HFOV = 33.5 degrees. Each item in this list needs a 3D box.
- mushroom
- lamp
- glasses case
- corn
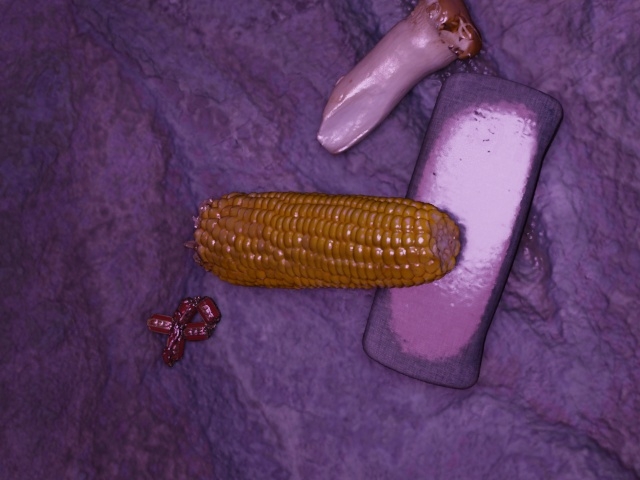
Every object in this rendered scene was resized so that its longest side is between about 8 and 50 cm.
[{"bbox_3d":[0.078,-0.175,1.128,0.209,0.071,0.084,-42,108,13],"label":"mushroom"},{"bbox_3d":[-0.150,0.097,1.199,0.083,0.031,0.063,-29,86,7],"label":"lamp"},{"bbox_3d":[0.146,-0.010,1.111,0.131,0.074,0.323,18,94,10],"label":"glasses case"},{"bbox_3d":[0.000,0.000,1.091,0.305,0.106,0.106,1,91,35],"label":"corn"}]
